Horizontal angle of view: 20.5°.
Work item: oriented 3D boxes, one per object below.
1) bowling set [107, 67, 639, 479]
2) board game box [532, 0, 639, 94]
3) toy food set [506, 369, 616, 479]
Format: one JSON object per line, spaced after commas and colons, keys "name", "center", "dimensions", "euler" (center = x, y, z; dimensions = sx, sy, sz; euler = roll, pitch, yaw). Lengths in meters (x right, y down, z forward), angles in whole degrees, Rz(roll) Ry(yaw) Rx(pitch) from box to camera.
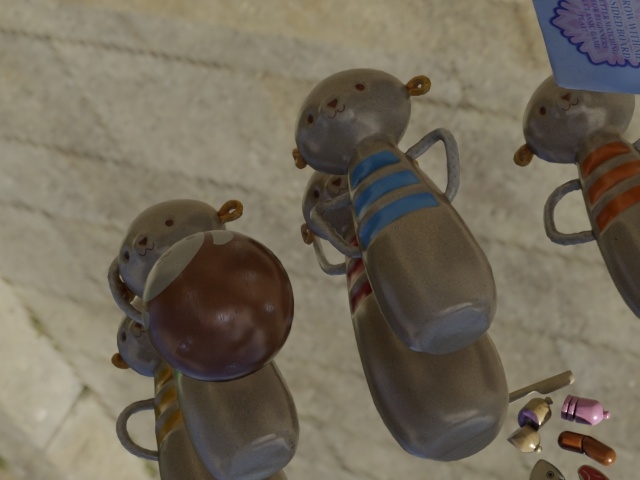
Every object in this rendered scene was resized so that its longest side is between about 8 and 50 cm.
{"name": "bowling set", "center": [0.000, 0.000, 0.702], "dimensions": [0.200, 0.287, 0.154], "euler": [40, -159, -54]}
{"name": "board game box", "center": [0.127, -0.272, 0.626], "dimensions": [0.066, 0.318, 0.318], "euler": [8, 148, 27]}
{"name": "toy food set", "center": [0.179, 0.149, 1.285], "dimensions": [0.019, 0.078, 0.122], "euler": [69, 179, -55]}
